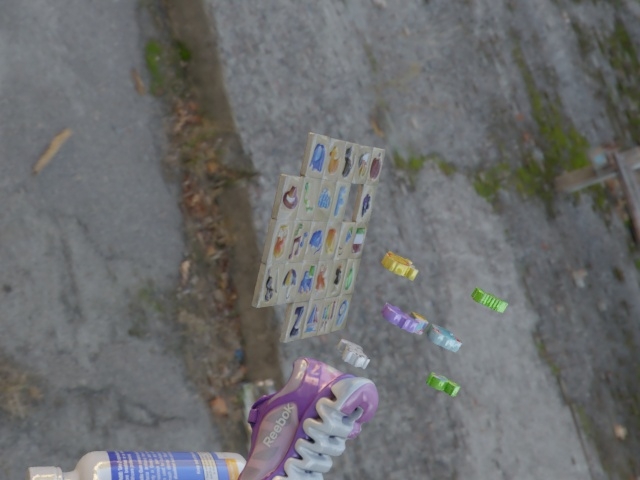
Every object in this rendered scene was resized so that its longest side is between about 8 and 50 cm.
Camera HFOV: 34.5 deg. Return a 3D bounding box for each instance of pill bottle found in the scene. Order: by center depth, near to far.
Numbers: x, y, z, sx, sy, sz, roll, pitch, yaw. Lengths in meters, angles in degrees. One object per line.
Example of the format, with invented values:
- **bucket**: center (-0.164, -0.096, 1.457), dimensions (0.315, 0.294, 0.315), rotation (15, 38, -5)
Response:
- **pill bottle**: center (-0.231, 0.341, 1.293), dimensions (0.272, 0.152, 0.152), rotation (5, 59, -19)

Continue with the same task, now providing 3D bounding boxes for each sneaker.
- **sneaker**: center (-0.043, 0.223, 1.113), dimensions (0.104, 0.236, 0.095), rotation (37, 0, 31)

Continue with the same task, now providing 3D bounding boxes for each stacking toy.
- **stacking toy**: center (0.150, 0.128, 1.505), dimensions (0.221, 0.167, 0.052), rotation (23, 13, -22)

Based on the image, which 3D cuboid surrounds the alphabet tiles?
- **alphabet tiles**: center (0.000, 0.000, 0.993), dimensions (0.237, 0.009, 0.198), rotation (-1, 105, -67)
